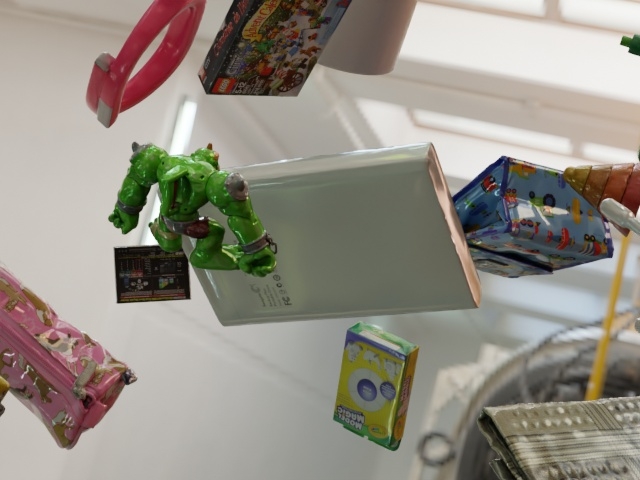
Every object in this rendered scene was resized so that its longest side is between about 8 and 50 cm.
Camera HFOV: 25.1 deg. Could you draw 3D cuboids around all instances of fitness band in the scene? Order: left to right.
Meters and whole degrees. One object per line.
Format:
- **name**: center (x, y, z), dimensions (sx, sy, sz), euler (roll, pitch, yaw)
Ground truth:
- **fitness band**: center (-0.261, -0.278, 2.145), dimensions (0.209, 0.054, 0.291), euler (-48, -2, -26)

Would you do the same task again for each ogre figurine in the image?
- **ogre figurine**: center (-0.136, -0.036, 1.515), dimensions (0.096, 0.197, 0.118), euler (-28, -44, -33)

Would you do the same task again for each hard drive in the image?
- **hard drive**: center (0.000, 0.000, 1.770), dimensions (0.047, 0.353, 0.233), euler (-68, -36, -46)

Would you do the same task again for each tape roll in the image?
- **tape roll**: center (0.041, -0.412, 2.486), dimensions (0.246, 0.246, 0.169), euler (-46, -22, -63)

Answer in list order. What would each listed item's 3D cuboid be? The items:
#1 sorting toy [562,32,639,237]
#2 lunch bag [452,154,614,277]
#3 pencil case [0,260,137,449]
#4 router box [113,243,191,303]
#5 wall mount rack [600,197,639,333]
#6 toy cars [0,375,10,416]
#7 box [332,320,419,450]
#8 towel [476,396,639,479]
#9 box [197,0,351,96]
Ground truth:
- **sorting toy**: center (0.433, -0.161, 2.053), dimensions (0.366, 0.126, 0.127), euler (97, -163, -49)
- **lunch bag**: center (0.306, -0.014, 2.390), dimensions (0.293, 0.220, 0.138), euler (-30, 54, 54)
- **pencil case**: center (-0.450, 0.122, 2.044), dimensions (0.167, 0.386, 0.160), euler (-45, 4, 36)
- **router box**: center (-0.270, 0.052, 2.308), dimensions (0.038, 0.122, 0.092), euler (-153, 61, -83)
- **wall mount rack**: center (0.427, 0.070, 1.360), dimensions (0.350, 0.304, 0.131), euler (63, -146, -46)
- **toy cars**: center (-0.473, 0.119, 1.823), dimensions (0.087, 0.176, 0.394), euler (-30, -62, -77)
- **box**: center (0.077, 0.217, 2.069), dimensions (0.043, 0.105, 0.179), euler (-29, -47, -50)
- **towel**: center (0.349, 0.301, 1.589), dimensions (0.324, 0.312, 0.056), euler (3, -48, -38)
- **box**: center (-0.061, -0.301, 2.053), dimensions (0.233, 0.159, 0.044), euler (-58, 47, 42)
